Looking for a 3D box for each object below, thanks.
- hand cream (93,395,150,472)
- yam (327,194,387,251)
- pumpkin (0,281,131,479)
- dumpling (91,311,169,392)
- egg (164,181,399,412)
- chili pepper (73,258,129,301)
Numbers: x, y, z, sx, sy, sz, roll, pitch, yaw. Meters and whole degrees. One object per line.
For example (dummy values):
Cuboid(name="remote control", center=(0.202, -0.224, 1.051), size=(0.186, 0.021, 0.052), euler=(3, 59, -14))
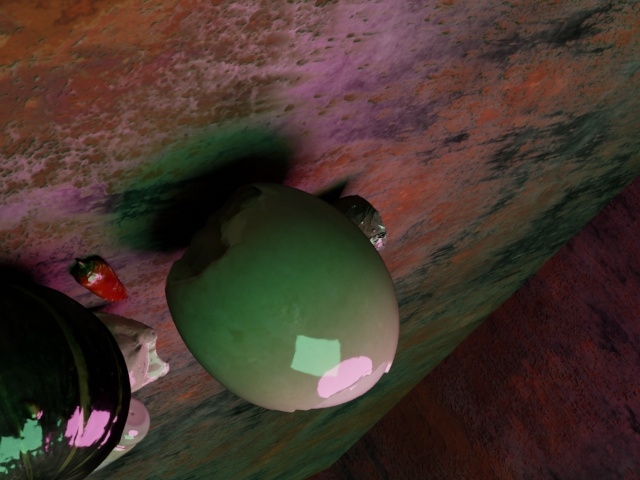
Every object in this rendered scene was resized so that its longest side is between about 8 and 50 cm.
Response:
Cuboid(name="hand cream", center=(-0.420, 0.391, 1.732), size=(0.306, 0.093, 0.147), euler=(-45, 163, 33))
Cuboid(name="yam", center=(0.000, 0.000, 1.458), size=(0.183, 0.107, 0.107), euler=(-23, 158, -19))
Cuboid(name="pumpkin", center=(-0.384, 0.201, 1.118), size=(0.323, 0.241, 0.323), euler=(-33, 163, -12))
Cuboid(name="dumpling", center=(-0.318, 0.167, 1.339), size=(0.199, 0.136, 0.118), euler=(-6, -172, -15))
Cuboid(name="egg", center=(-0.036, 0.092, 1.264), size=(0.278, 0.336, 0.278), euler=(-35, -155, 20))
Cuboid(name="chili pepper", center=(-0.288, 0.061, 1.262), size=(0.045, 0.027, 0.178), euler=(-33, 162, -5))
